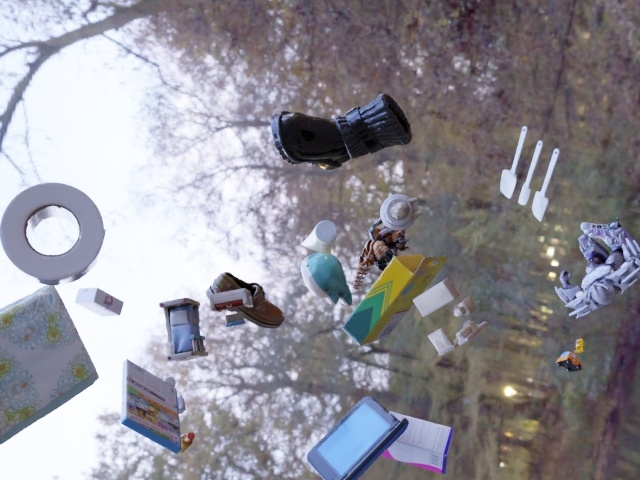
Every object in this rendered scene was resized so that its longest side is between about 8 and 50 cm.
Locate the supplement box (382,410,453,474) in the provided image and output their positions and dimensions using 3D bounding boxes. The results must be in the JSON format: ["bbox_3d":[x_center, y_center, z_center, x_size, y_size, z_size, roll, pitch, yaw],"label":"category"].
[{"bbox_3d":[0.313,0.659,2.295,0.114,0.220,0.111,-62,-24,-45],"label":"supplement box"}]

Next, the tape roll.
[{"bbox_3d":[-0.678,-0.012,1.794,0.169,0.246,0.246,155,134,-69],"label":"tape roll"}]

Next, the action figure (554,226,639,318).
[{"bbox_3d":[0.568,0.058,1.419,0.099,0.185,0.285,58,-148,-3],"label":"action figure"}]

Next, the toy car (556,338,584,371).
[{"bbox_3d":[0.584,0.258,1.593,0.122,0.060,0.041,114,174,-58],"label":"toy car"}]

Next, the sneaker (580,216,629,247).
[{"bbox_3d":[0.642,-0.030,1.576,0.069,0.098,0.038,112,-175,-47],"label":"sneaker"}]

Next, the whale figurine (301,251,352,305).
[{"bbox_3d":[0.048,0.145,2.653,0.272,0.141,0.216,38,-155,-39],"label":"whale figurine"}]

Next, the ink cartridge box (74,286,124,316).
[{"bbox_3d":[-0.700,0.196,2.228,0.122,0.088,0.052,44,-132,-48],"label":"ink cartridge box"}]

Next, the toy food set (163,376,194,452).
[{"bbox_3d":[-0.450,0.511,2.111,0.104,0.111,0.232,-48,48,45],"label":"toy food set"}]

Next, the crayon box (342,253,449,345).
[{"bbox_3d":[0.217,0.147,2.007,0.319,0.081,0.202,-55,-23,18],"label":"crayon box"}]

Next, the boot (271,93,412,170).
[{"bbox_3d":[0.058,-0.283,1.774,0.348,0.260,0.131,1,-105,-60],"label":"boot"}]

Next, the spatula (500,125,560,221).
[{"bbox_3d":[0.576,-0.186,1.942,0.019,0.168,0.242,-22,-41,-22],"label":"spatula"}]

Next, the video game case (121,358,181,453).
[{"bbox_3d":[-0.297,0.287,1.231,0.015,0.119,0.166,-45,28,9],"label":"video game case"}]

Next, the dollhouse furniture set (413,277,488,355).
[{"bbox_3d":[0.328,0.168,1.719,0.123,0.151,0.144,-27,-9,-43],"label":"dollhouse furniture set"}]

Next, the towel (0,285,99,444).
[{"bbox_3d":[-0.828,0.341,1.937,0.374,0.090,0.321,-33,-69,-43],"label":"towel"}]

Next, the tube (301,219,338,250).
[{"bbox_3d":[0.000,0.000,1.921,0.062,0.070,0.240,-29,-8,-12],"label":"tube"}]

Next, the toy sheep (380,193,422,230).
[{"bbox_3d":[0.178,-0.063,1.591,0.132,0.091,0.091,87,-162,-81],"label":"toy sheep"}]

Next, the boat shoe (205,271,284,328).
[{"bbox_3d":[-0.224,0.197,2.311,0.307,0.111,0.104,27,-73,-38],"label":"boat shoe"}]

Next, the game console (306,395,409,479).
[{"bbox_3d":[0.105,0.607,2.134,0.293,0.173,0.250,-43,-17,-13],"label":"game console"}]

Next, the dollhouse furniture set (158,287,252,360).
[{"bbox_3d":[-0.244,0.186,1.552,0.129,0.183,0.129,67,-169,-80],"label":"dollhouse furniture set"}]

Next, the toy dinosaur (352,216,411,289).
[{"bbox_3d":[0.225,0.046,2.515,0.322,0.218,0.164,-40,21,3],"label":"toy dinosaur"}]
